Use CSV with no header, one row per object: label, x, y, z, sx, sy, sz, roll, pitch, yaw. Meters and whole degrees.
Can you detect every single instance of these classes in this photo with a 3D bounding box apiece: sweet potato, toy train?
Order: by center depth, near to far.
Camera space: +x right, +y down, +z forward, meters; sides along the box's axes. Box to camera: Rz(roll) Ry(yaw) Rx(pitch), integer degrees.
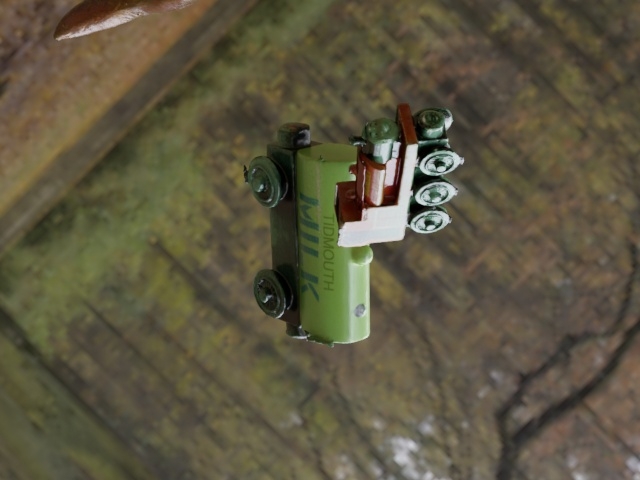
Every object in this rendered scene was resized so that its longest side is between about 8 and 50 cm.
sweet potato,-0.135,-0.231,1.380,0.255,0.058,0.078,-17,-166,42
toy train,0.073,-0.064,1.528,0.176,0.118,0.074,93,-11,-56
toy train,0.000,0.000,1.727,0.105,0.253,0.157,-16,-156,-38
